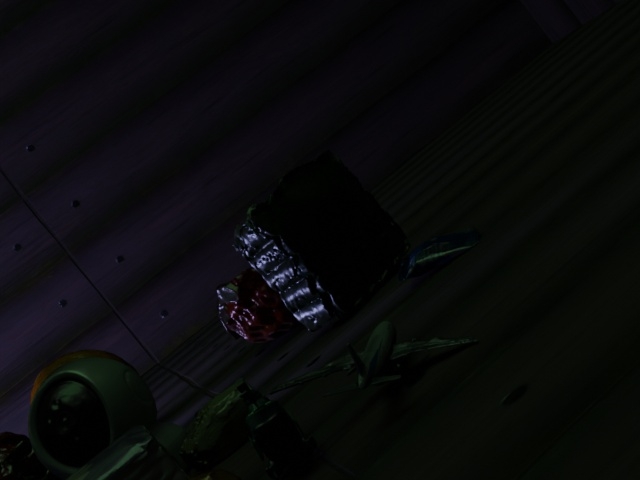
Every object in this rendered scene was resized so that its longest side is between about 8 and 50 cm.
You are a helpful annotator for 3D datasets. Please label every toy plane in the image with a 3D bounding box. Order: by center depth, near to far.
[{"bbox_3d":[0.059,0.123,1.063,0.226,0.058,0.226,-16,-2,13],"label":"toy plane"},{"bbox_3d":[-0.054,0.205,1.082,0.060,0.096,0.235,-36,-14,-9],"label":"toy plane"}]

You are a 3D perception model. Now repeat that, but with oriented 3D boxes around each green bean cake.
[{"bbox_3d":[0.000,0.000,1.727,0.241,0.255,0.132,-47,6,-36],"label":"green bean cake"}]

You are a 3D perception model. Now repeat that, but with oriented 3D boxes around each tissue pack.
[{"bbox_3d":[-0.305,0.369,1.167,0.344,0.125,0.242,-39,4,-15],"label":"tissue pack"}]

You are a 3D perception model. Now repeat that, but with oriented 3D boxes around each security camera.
[{"bbox_3d":[-0.319,0.283,1.483,0.194,0.236,0.194,-36,3,2],"label":"security camera"}]

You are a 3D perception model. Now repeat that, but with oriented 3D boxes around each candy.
[{"bbox_3d":[0.178,0.016,1.501,0.136,0.038,0.088,-27,11,17],"label":"candy"}]

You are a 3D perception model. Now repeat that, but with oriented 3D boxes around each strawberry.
[{"bbox_3d":[-0.047,0.089,2.004,0.336,0.149,0.265,-29,-4,-11],"label":"strawberry"}]

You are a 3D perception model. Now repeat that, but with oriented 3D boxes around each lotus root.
[{"bbox_3d":[-0.139,0.252,1.398,0.144,0.070,0.143,-40,4,-22],"label":"lotus root"}]

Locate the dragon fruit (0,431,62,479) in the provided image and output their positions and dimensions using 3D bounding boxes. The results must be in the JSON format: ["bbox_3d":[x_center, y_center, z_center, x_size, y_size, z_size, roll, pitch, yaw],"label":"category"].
[{"bbox_3d":[-0.506,0.417,1.565,0.299,0.244,0.244,-56,-3,23],"label":"dragon fruit"}]

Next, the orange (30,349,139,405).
[{"bbox_3d":[-0.498,0.352,2.147,0.246,0.246,0.246,-38,4,3],"label":"orange"}]

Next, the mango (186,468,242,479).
[{"bbox_3d":[-0.135,0.288,1.051,0.127,0.063,0.077,-39,12,4],"label":"mango"}]
